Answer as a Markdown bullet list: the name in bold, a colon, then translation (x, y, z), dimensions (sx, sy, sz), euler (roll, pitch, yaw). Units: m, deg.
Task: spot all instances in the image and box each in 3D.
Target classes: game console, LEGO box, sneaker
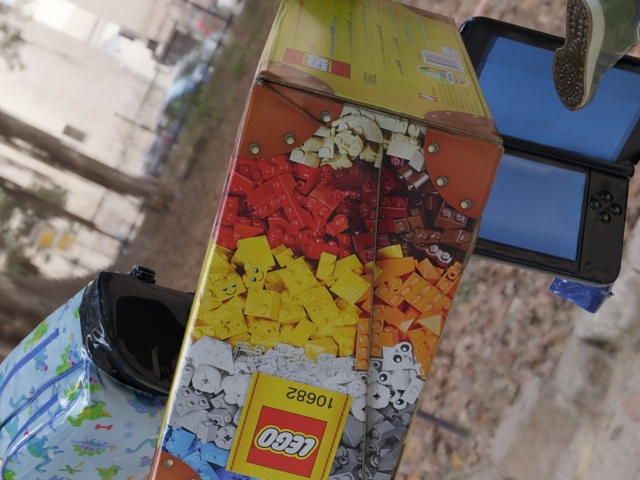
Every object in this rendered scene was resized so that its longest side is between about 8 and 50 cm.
- **game console**: translation (0.277, -0.106, 1.567), dimensions (0.173, 0.293, 0.250), euler (121, 161, -69)
- **LEGO box**: translation (0.002, -0.012, 1.168), dimensions (0.500, 0.193, 0.372), euler (-85, 11, -70)
- **sneaker**: translation (0.291, -0.198, 1.258), dimensions (0.192, 0.086, 0.064), euler (79, 167, -67)

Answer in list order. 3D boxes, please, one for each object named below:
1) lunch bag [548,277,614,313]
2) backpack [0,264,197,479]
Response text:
- **lunch bag**: translation (0.427, 0.069, 2.010), dimensions (0.065, 0.098, 0.067), euler (-67, -16, 18)
- **backpack**: translation (-0.308, 0.217, 1.733), dimensions (0.356, 0.290, 0.273), euler (-20, 60, 36)
